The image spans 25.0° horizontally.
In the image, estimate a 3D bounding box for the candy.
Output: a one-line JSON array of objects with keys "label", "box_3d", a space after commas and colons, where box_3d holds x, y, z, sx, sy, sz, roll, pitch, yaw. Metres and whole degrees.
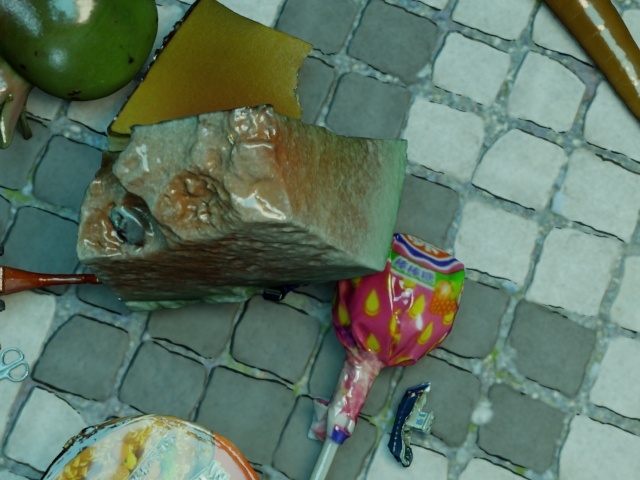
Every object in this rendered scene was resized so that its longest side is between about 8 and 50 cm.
[{"label": "candy", "box_3d": [0.023, 0.165, 1.331, 0.124, 0.124, 0.365, 21, 84, 8]}]

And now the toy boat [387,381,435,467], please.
[{"label": "toy boat", "box_3d": [0.089, 0.172, 1.353, 0.038, 0.038, 0.083, 15, 74, 6]}]

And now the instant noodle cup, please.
[{"label": "instant noodle cup", "box_3d": [-0.141, 0.268, 1.260, 0.213, 0.174, 0.213, 0, 74, 1]}]

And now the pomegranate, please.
[{"label": "pomegranate", "box_3d": [-0.267, -0.198, 1.413, 0.181, 0.181, 0.224, 43, 95, 13]}]

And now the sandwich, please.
[{"label": "sandwich", "box_3d": [-0.096, -0.135, 1.420, 0.162, 0.058, 0.193, 25, 61, 10]}]

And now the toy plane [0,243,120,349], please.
[{"label": "toy plane", "box_3d": [-0.290, 0.048, 1.387, 0.194, 0.077, 0.126, 18, 83, -3]}]

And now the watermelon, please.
[{"label": "watermelon", "box_3d": [-0.081, -0.020, 1.289, 0.264, 0.302, 0.151, -6, 87, 25]}]

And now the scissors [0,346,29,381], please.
[{"label": "scissors", "box_3d": [-0.322, 0.134, 1.392, 0.083, 0.006, 0.036, -28, 75, -7]}]

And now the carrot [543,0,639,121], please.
[{"label": "carrot", "box_3d": [0.271, -0.232, 1.459, 0.069, 0.069, 0.336, -30, 78, -7]}]

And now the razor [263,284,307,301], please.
[{"label": "razor", "box_3d": [0.003, 0.003, 1.413, 0.028, 0.044, 0.155, 42, 74, -18]}]
